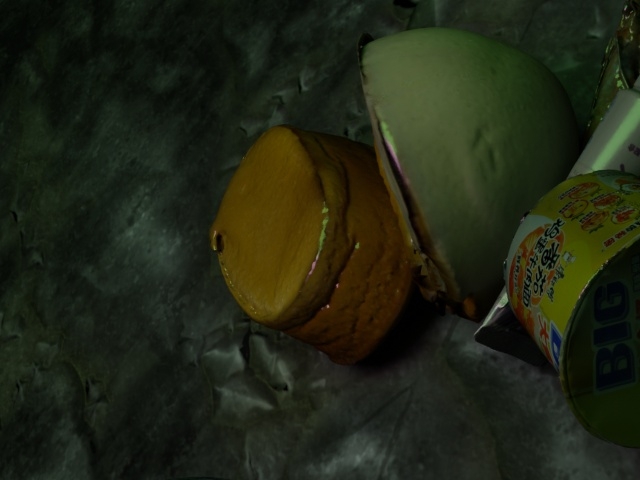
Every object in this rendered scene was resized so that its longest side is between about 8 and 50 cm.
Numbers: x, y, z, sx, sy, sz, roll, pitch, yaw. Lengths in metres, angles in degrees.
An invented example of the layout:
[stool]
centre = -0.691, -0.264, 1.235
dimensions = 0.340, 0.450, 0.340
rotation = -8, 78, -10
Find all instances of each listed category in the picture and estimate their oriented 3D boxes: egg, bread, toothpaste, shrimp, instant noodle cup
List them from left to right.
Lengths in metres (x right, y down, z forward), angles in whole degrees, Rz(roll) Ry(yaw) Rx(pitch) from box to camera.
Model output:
[bread]
centre = 0.000, 0.000, 1.546
dimensions = 0.195, 0.142, 0.270
rotation = -59, 31, 19
[egg]
centre = 0.141, -0.076, 1.380
dimensions = 0.174, 0.264, 0.286
rotation = -19, 19, 12
[toothpaste]
centre = 0.236, -0.029, 1.325
dimensions = 0.073, 0.114, 0.299
rotation = 35, 98, 40
[instant noodle cup]
centre = 0.247, 0.045, 1.238
dimensions = 0.205, 0.205, 0.153
rotation = -53, 29, 6
[shrimp]
centre = 0.301, -0.122, 1.398
dimensions = 0.143, 0.052, 0.251
rotation = -8, 69, 35

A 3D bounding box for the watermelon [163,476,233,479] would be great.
[watermelon]
centre = -0.047, 0.340, 1.414
dimensions = 0.318, 0.148, 0.226
rotation = 43, 116, 38
